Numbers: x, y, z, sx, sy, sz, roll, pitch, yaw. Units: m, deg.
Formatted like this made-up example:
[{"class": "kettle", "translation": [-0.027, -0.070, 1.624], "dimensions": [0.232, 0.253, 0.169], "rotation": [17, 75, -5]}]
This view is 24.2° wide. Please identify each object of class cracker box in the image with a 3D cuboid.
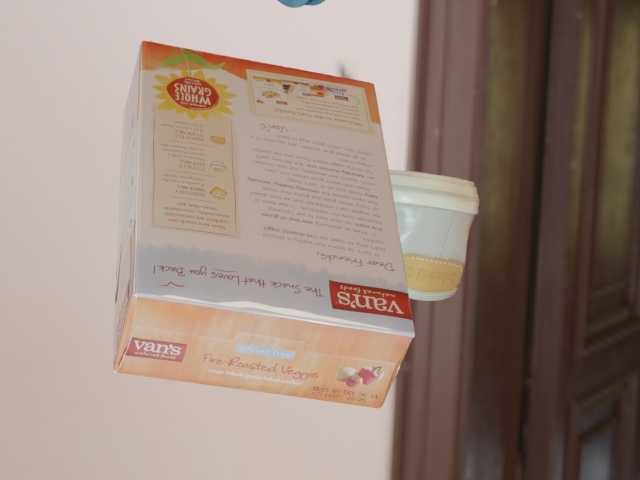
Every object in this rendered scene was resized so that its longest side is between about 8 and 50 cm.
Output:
[{"class": "cracker box", "translation": [-0.039, -0.015, 0.880], "dimensions": [0.155, 0.067, 0.232], "rotation": [10, -140, -13]}]

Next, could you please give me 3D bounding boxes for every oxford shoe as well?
[{"class": "oxford shoe", "translation": [0.000, 0.000, 1.531], "dimensions": [0.169, 0.130, 0.449], "rotation": [5, 178, -30]}]

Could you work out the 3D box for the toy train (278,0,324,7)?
[{"class": "toy train", "translation": [0.037, -0.291, 1.115], "dimensions": [0.105, 0.248, 0.143], "rotation": [37, -131, 14]}]
